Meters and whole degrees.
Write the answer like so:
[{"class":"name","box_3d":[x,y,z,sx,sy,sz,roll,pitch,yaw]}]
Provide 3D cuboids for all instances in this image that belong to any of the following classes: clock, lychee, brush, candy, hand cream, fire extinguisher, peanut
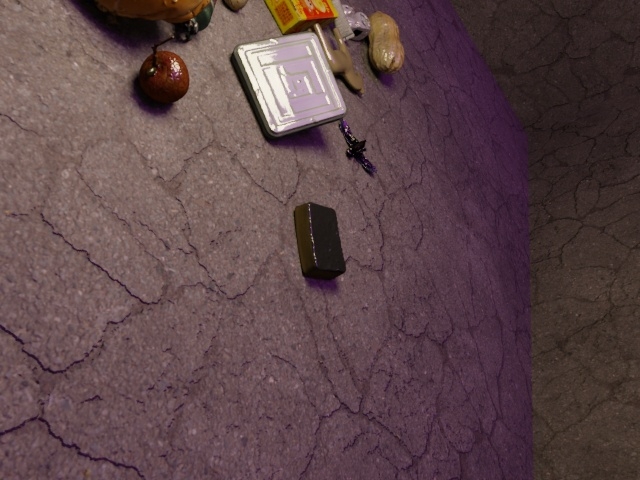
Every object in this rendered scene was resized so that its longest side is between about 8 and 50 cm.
[{"class":"clock","box_3d":[0.121,-0.845,1.843,0.176,0.080,0.117,-16,83,-51]},{"class":"lychee","box_3d":[-0.329,-0.352,1.006,0.101,0.114,0.140,50,-4,39]},{"class":"brush","box_3d":[0.000,0.000,1.266,0.123,0.059,0.197,10,64,-46]},{"class":"candy","box_3d":[-0.059,-0.772,1.579,0.146,0.088,0.276,58,38,-9]},{"class":"hand cream","box_3d":[0.062,-0.812,1.722,0.194,0.067,0.042,63,0,-39]},{"class":"fire extinguisher","box_3d":[-0.302,-0.592,1.185,0.093,0.118,0.294,10,58,-8]},{"class":"peanut","box_3d":[0.250,-0.792,1.921,0.149,0.149,0.312,15,59,-46]}]

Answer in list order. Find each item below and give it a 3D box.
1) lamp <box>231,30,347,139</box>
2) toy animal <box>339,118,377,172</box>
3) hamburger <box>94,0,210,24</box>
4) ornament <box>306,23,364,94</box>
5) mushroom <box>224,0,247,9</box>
[{"class":"lamp","box_3d":[-0.079,-0.433,1.328,0.269,0.047,0.266,-24,92,-27]},{"class":"toy animal","box_3d":[0.123,-0.310,1.593,0.220,0.062,0.108,55,21,-14]},{"class":"hamburger","box_3d":[-0.355,-0.599,0.983,0.290,0.170,0.313,8,93,-7]},{"class":"ornament","box_3d":[0.069,-0.622,1.677,0.230,0.061,0.244,-31,100,-55]},{"class":"mushroom","box_3d":[-0.209,-0.761,1.394,0.099,0.096,0.277,14,49,7]}]
